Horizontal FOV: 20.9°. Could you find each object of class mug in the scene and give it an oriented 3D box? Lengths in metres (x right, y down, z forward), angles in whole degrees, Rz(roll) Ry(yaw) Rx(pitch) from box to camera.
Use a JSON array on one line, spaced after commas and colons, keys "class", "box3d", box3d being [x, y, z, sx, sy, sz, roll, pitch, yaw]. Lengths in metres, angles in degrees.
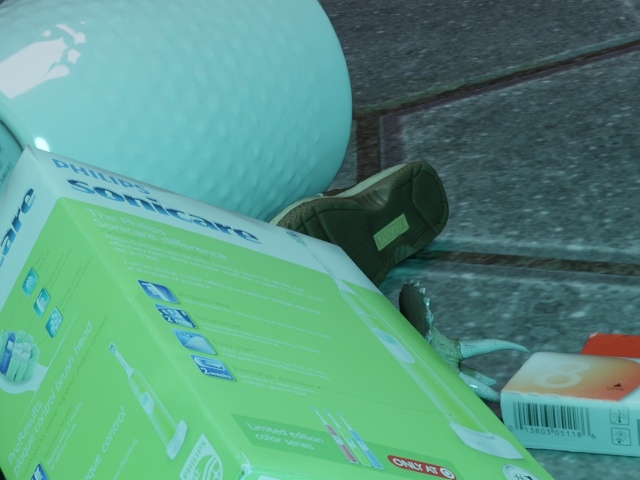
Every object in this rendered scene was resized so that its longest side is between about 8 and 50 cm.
[{"class": "mug", "box3d": [-0.206, -0.069, 1.467, 0.374, 0.276, 0.328, -36, -4, 39]}]

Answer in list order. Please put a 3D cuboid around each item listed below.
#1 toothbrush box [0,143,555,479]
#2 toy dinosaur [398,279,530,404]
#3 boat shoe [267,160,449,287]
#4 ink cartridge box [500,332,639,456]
[{"class": "toothbrush box", "box3d": [-0.034, 0.090, 0.819, 0.206, 0.122, 0.283, 17, 20, -36]}, {"class": "toy dinosaur", "box3d": [-0.024, 0.095, 1.079, 0.160, 0.121, 0.313, -10, 8, 42]}, {"class": "boat shoe", "box3d": [0.002, 0.008, 1.398, 0.095, 0.095, 0.257, -12, 6, 38]}, {"class": "ink cartridge box", "box3d": [0.215, 0.083, 1.123, 0.145, 0.045, 0.179, 2, 23, 27]}]
